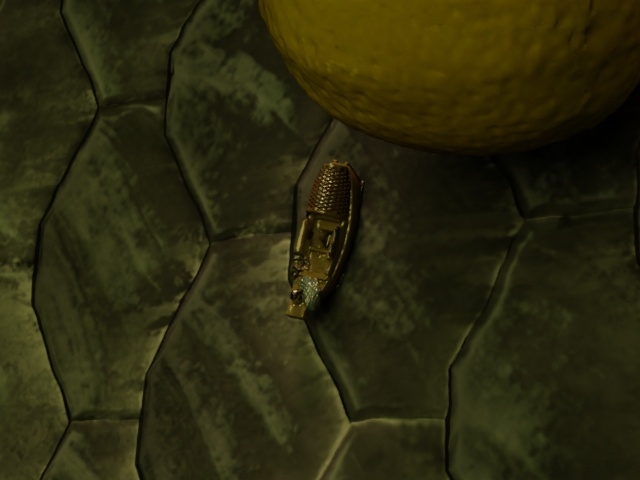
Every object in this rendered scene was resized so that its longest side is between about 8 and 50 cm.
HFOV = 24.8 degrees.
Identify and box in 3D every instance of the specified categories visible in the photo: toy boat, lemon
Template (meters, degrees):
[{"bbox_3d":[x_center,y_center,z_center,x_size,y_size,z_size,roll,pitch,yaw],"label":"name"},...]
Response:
[{"bbox_3d":[0.000,0.000,1.315,0.047,0.049,0.149,12,84,36],"label":"toy boat"},{"bbox_3d":[0.115,-0.221,1.139,0.336,0.336,0.336,-10,71,32],"label":"lemon"}]
